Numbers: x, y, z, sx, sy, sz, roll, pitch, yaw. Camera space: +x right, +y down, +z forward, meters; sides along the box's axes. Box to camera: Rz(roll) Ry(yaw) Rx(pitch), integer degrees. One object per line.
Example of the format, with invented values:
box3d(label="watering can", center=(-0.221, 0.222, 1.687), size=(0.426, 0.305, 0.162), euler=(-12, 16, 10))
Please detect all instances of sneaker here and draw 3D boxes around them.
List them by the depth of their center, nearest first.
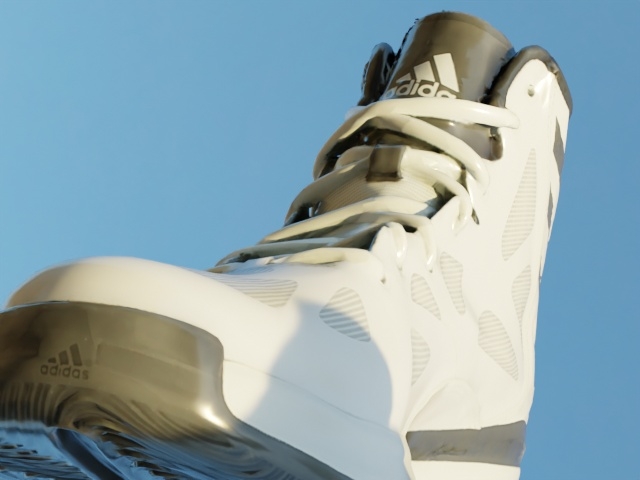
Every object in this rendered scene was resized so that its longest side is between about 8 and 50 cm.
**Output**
box3d(label="sneaker", center=(-0.001, 0.000, 0.694), size=(0.169, 0.447, 0.257), euler=(4, -101, 21))
